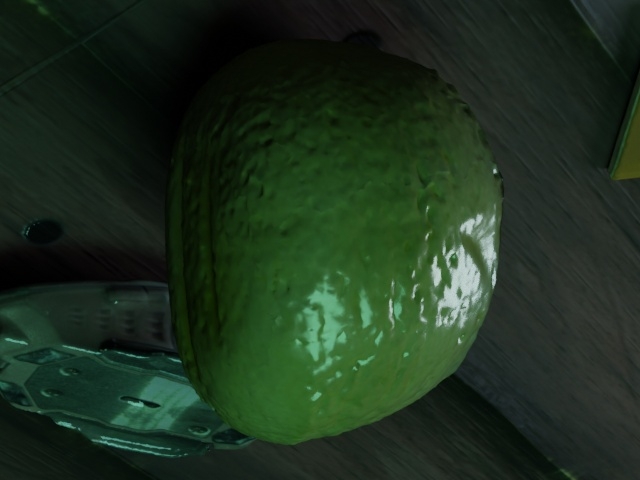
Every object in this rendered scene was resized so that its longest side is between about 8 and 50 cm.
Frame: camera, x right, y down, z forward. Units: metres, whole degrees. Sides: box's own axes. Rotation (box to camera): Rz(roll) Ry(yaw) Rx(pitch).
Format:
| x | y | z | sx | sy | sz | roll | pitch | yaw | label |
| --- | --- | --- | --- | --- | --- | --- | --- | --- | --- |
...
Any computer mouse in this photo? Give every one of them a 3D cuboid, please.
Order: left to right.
| x | y | z | sx | sy | sz | roll | pitch | yaw | label |
| --- | --- | --- | --- | --- | --- | --- | --- | --- | --- |
| -0.197 | 0.097 | 1.663 | 0.389 | 0.115 | 0.199 | 18 | 142 | -21 | computer mouse |

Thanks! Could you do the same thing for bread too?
| x | y | z | sx | sy | sz | roll | pitch | yaw | label |
| --- | --- | --- | --- | --- | --- | --- | --- | --- | --- |
| -0.010 | 0.000 | 1.429 | 0.237 | 0.320 | 0.320 | 0 | 141 | -34 | bread |

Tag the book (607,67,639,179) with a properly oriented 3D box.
| x | y | z | sx | sy | sz | roll | pitch | yaw | label |
| --- | --- | --- | --- | --- | --- | --- | --- | --- | --- |
| 0.423 | -0.140 | 1.644 | 0.296 | 0.020 | 0.208 | -6 | 141 | -12 | book |
